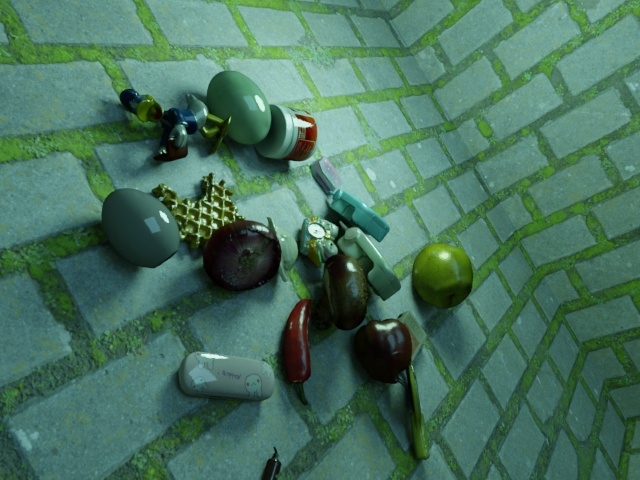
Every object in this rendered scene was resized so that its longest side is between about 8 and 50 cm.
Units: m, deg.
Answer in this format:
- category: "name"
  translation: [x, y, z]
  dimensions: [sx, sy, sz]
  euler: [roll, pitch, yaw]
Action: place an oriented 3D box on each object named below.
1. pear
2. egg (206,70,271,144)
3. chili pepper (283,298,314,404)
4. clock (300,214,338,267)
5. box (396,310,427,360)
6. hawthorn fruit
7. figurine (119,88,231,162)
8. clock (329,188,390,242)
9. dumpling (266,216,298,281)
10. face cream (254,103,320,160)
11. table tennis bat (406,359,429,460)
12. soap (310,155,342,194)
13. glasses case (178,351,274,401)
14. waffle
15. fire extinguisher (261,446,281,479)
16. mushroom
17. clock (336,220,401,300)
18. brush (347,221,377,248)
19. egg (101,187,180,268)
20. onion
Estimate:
- category: "pear"
  translation: [0.539, 0.150, 2.257]
  dimensions: [0.294, 0.294, 0.294]
  euler: [25, 49, -34]
- category: "egg"
  translation: [-0.292, -0.477, 1.832]
  dimensions: [0.203, 0.203, 0.283]
  euler: [-31, 90, -51]
- category: "chili pepper"
  translation: [-0.060, 0.330, 1.654]
  dimensions: [0.137, 0.091, 0.369]
  euler: [40, 44, -43]
- category: "clock"
  translation: [0.000, 0.000, 1.893]
  dimensions: [0.144, 0.103, 0.231]
  euler: [11, 55, -13]
- category: "box"
  translation: [0.341, 0.393, 2.052]
  dimensions: [0.141, 0.058, 0.201]
  euler: [56, 40, -4]
- category: "hawthorn fruit"
  translation: [0.238, 0.403, 1.820]
  dimensions: [0.208, 0.208, 0.248]
  euler: [7, 53, -44]
- category: "figurine"
  translation: [-0.485, -0.362, 1.630]
  dimensions: [0.338, 0.204, 0.284]
  euler: [26, 55, -17]
- category: "clock"
  translation: [0.139, -0.110, 2.059]
  dimensions: [0.274, 0.094, 0.223]
  euler: [35, -1, 44]
- category: "dumpling"
  translation: [-0.144, 0.023, 1.708]
  dimensions: [0.166, 0.126, 0.216]
  euler: [76, 22, -65]
- category: "face cream"
  translation: [-0.130, -0.410, 1.960]
  dimensions: [0.187, 0.201, 0.201]
  euler: [-2, 67, -46]
- category: "table tennis bat"
  translation: [0.345, 0.609, 1.864]
  dimensions: [0.224, 0.054, 0.369]
  euler: [61, 22, -81]
- category: "soap"
  translation: [0.023, -0.281, 2.153]
  dimensions: [0.149, 0.056, 0.100]
  euler: [53, 37, -7]
- category: "glasses case"
  translation: [-0.254, 0.382, 1.422]
  dimensions: [0.296, 0.075, 0.113]
  euler: [19, 55, -37]
- category: "waffle"
  translation: [-0.366, -0.090, 1.615]
  dimensions: [0.293, 0.069, 0.260]
  euler: [-30, 89, -50]
- category: "fire extinguisher"
  translation: [-0.139, 0.655, 1.394]
  dimensions: [0.158, 0.043, 0.064]
  euler: [-70, 149, -43]
- category: "mushroom"
  translation: [0.075, 0.187, 1.750]
  dimensions: [0.163, 0.278, 0.297]
  euler: [11, 16, -11]
- category: "clock"
  translation: [0.170, 0.069, 1.956]
  dimensions: [0.324, 0.108, 0.265]
  euler: [52, 2, 29]
- category: "brush"
  translation: [0.175, -0.007, 2.162]
  dimensions: [0.178, 0.030, 0.033]
  euler: [45, 47, 0]
- category: "egg"
  translation: [-0.486, -0.036, 1.370]
  dimensions: [0.232, 0.176, 0.176]
  euler: [46, 40, -3]
- category: "onion"
  translation: [-0.240, 0.046, 1.561]
  dimensions: [0.248, 0.161, 0.248]
  euler: [-5, 100, -32]
